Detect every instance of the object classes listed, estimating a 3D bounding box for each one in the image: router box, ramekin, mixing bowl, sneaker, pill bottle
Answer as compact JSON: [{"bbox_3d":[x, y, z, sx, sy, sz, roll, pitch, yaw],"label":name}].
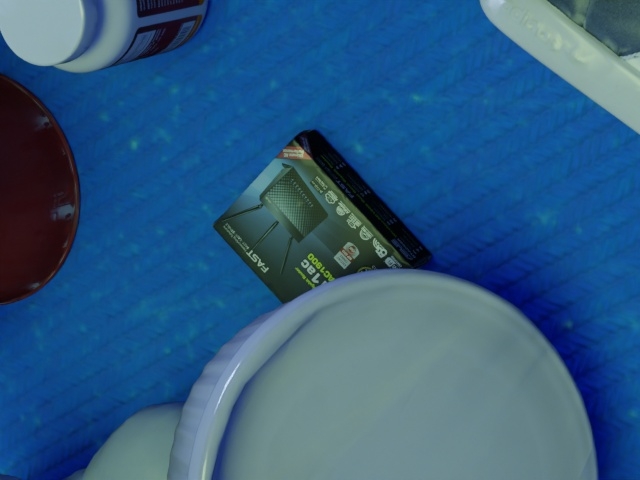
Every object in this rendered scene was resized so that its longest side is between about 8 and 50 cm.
[{"bbox_3d":[0.000,0.000,1.263,0.122,0.038,0.092,47,117,8],"label":"router box"},{"bbox_3d":[0.028,0.151,1.174,0.127,0.273,0.273,4,109,66],"label":"ramekin"},{"bbox_3d":[-0.276,-0.030,1.351,0.181,0.098,0.181,6,105,24],"label":"mixing bowl"},{"bbox_3d":[0.263,-0.100,1.070,0.350,0.131,0.148,37,110,9],"label":"sneaker"},{"bbox_3d":[-0.143,-0.156,1.227,0.086,0.152,0.086,6,104,23],"label":"pill bottle"}]

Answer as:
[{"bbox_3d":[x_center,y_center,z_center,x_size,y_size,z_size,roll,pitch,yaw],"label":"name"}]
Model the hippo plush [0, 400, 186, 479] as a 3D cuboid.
[{"bbox_3d":[-0.146,0.202,1.320,0.236,0.234,0.294,-27,96,2],"label":"hippo plush"}]
